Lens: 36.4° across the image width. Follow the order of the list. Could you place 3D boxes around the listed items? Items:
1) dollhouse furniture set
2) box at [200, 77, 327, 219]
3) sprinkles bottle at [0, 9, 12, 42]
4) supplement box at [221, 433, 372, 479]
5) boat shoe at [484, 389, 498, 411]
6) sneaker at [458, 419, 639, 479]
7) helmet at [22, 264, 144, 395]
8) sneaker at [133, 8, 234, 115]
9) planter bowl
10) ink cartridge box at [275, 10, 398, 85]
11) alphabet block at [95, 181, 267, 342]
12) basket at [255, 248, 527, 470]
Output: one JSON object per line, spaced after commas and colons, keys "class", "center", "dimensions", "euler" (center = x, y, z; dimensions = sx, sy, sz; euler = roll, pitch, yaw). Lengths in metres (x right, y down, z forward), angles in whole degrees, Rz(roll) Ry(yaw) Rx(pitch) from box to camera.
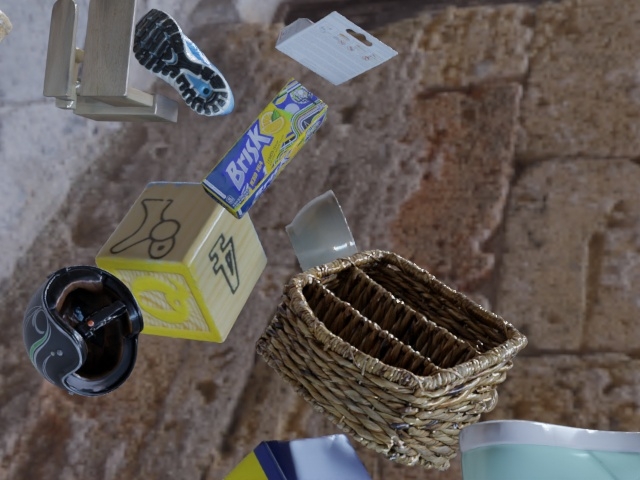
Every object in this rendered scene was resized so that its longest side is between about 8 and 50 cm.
{"class": "dollhouse furniture set", "center": [-0.231, -0.207, 1.093], "dimensions": [0.151, 0.144, 0.123], "euler": [11, 83, -67]}
{"class": "box", "center": [-0.066, -0.109, 1.164], "dimensions": [0.169, 0.059, 0.054], "euler": [-50, 174, -7]}
{"class": "sprinkles bottle", "center": [-0.659, -0.251, 1.623], "dimensions": [0.355, 0.121, 0.121], "euler": [-60, 153, -14]}
{"class": "supplement box", "center": [-0.087, 0.473, 1.463], "dimensions": [0.194, 0.356, 0.195], "euler": [10, 40, -52]}
{"class": "boat shoe", "center": [0.202, 0.224, 1.568], "dimensions": [0.063, 0.170, 0.059], "euler": [-58, -174, -15]}
{"class": "sneaker", "center": [0.228, 0.227, 0.758], "dimensions": [0.094, 0.256, 0.151], "euler": [129, -35, -62]}
{"class": "helmet", "center": [-0.336, 0.132, 1.374], "dimensions": [0.161, 0.169, 0.169], "euler": [116, -6, -46]}
{"class": "sneaker", "center": [-0.160, -0.201, 1.141], "dimensions": [0.162, 0.063, 0.073], "euler": [50, 7, 12]}
{"class": "planter bowl", "center": [0.000, 0.000, 1.824], "dimensions": [0.162, 0.109, 0.162], "euler": [158, -90, -89]}
{"class": "ink cartridge box", "center": [0.028, -0.342, 1.679], "dimensions": [0.145, 0.179, 0.045], "euler": [27, 63, -29]}
{"class": "alphabet block", "center": [-0.231, 0.034, 1.664], "dimensions": [0.197, 0.192, 0.193], "euler": [-62, 143, -39]}
{"class": "basket", "center": [0.080, 0.135, 1.324], "dimensions": [0.213, 0.299, 0.223], "euler": [25, 98, -49]}
